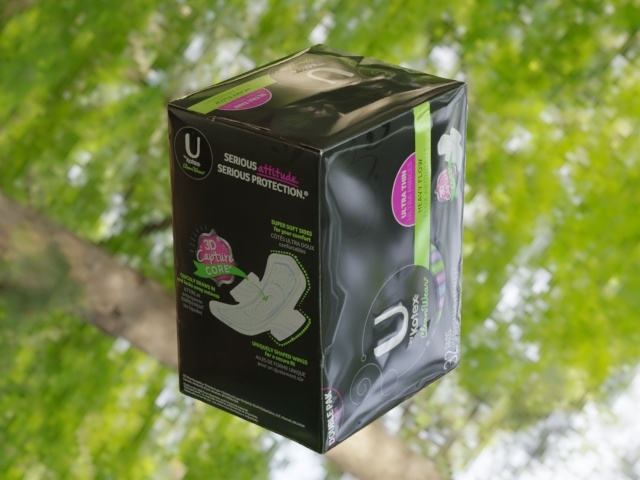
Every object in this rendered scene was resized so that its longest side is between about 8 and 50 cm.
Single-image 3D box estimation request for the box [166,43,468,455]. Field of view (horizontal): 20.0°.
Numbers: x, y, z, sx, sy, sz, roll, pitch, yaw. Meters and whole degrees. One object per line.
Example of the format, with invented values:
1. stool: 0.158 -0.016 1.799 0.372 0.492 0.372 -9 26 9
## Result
1. box: 0.000 0.000 0.466 0.052 0.083 0.062 20 -148 35
